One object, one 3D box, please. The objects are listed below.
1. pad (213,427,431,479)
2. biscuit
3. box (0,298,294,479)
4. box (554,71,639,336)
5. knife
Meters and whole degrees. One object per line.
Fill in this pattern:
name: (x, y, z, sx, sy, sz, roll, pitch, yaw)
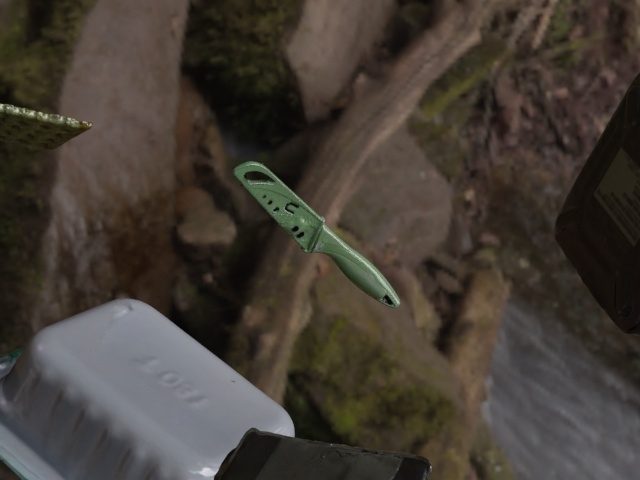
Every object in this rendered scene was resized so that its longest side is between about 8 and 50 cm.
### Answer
pad: (-0.037, 0.227, 0.900, 0.233, 0.174, 0.022, -57, 137, -41)
biscuit: (-0.346, -0.120, 1.236, 0.139, 0.231, 0.016, -12, -109, 62)
box: (-0.165, 0.168, 1.255, 0.264, 0.336, 0.106, -24, 143, -54)
box: (0.420, -0.053, 1.669, 0.289, 0.073, 0.290, -64, -156, 25)
knife: (0.001, 0.001, 1.418, 0.293, 0.043, 0.020, 44, 10, -38)
